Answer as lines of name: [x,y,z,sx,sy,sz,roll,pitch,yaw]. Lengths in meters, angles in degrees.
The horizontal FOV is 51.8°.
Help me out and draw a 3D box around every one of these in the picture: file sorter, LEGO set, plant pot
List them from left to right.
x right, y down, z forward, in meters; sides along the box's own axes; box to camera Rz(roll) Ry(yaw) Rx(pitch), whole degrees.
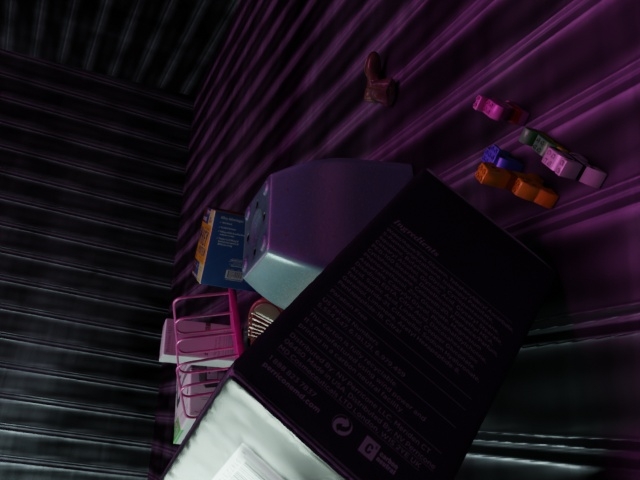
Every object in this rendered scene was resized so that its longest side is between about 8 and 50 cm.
file sorter: [-0.301,0.311,1.798,0.202,0.182,0.290,97,163,-49]
plant pot: [0.000,0.000,1.170,0.248,0.252,0.247,135,140,-57]
LEGO set: [0.237,-0.106,0.824,0.227,0.093,0.087,-114,39,-56]

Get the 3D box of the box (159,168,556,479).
box: [0.048,0.155,0.758,0.395,0.212,0.293,-45,-9,-43]

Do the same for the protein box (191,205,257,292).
protein box: [-0.232,0.025,1.835,0.136,0.200,0.201,-158,79,-68]

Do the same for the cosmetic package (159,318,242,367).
cosmetic package: [-0.359,0.311,1.982,0.085,0.231,0.117,130,144,-57]

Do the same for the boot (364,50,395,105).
boot: [0.121,-0.322,1.309,0.114,0.037,0.106,-138,48,-70]

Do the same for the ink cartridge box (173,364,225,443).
ink cartridge box: [-0.391,0.487,2.139,0.211,0.122,0.289,121,151,-42]

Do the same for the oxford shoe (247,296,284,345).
oxford shoe: [-0.117,0.277,1.594,0.130,0.123,0.348,-49,-25,-65]
